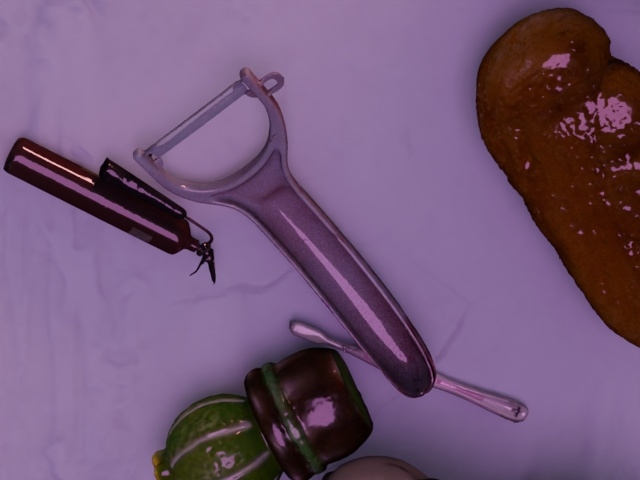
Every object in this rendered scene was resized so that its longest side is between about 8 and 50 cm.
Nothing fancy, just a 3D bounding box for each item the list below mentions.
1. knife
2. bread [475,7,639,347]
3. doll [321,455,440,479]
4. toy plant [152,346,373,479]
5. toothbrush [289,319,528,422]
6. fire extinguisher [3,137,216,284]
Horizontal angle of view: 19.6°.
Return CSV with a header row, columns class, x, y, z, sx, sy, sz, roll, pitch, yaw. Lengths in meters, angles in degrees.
class,x,y,z,sx,sy,sz,roll,pitch,yaw
knife,0.001,-0.001,1.349,0.123,0.053,0.278,-34,109,23
bread,0.231,-0.021,1.358,0.124,0.084,0.344,-27,111,26
doll,0.128,0.280,1.369,0.370,0.226,0.215,4,118,-13
toy plant,-0.047,0.145,1.376,0.162,0.093,0.092,-27,109,6
toothbrush,0.068,0.100,1.410,0.204,0.022,0.017,22,100,-13
fire extinguisher,-0.142,-0.030,1.336,0.173,0.035,0.049,28,105,-14
